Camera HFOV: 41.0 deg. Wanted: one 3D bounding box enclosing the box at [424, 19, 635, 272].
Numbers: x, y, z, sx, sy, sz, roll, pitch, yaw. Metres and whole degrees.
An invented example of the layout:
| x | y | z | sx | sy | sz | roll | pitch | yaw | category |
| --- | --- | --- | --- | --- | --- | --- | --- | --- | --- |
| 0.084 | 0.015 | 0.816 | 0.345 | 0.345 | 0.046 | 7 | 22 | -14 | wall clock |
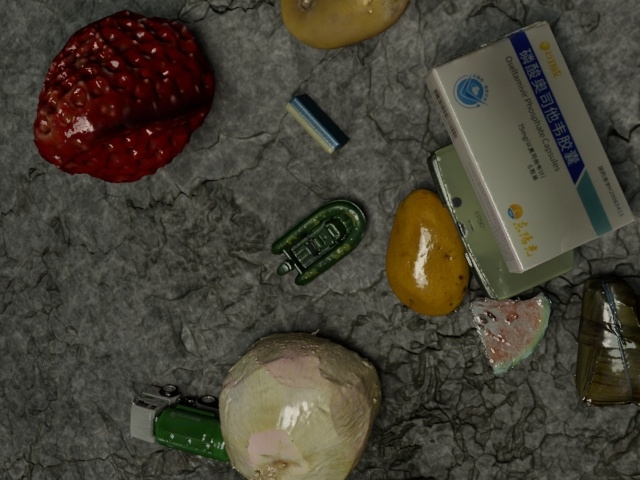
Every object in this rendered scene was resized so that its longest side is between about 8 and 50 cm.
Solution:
| x | y | z | sx | sy | sz | roll | pitch | yaw | category |
| --- | --- | --- | --- | --- | --- | --- | --- | --- | --- |
| 0.322 | -0.144 | 1.333 | 0.200 | 0.065 | 0.343 | -24 | 89 | -5 | box |

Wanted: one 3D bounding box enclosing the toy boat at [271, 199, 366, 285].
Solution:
| x | y | z | sx | sy | sz | roll | pitch | yaw | category |
| --- | --- | --- | --- | --- | --- | --- | --- | --- | --- |
| 0.000 | 0.000 | 1.580 | 0.210 | 0.052 | 0.104 | -36 | 88 | 26 | toy boat |

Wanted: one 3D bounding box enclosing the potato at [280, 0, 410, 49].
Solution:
| x | y | z | sx | sy | sz | roll | pitch | yaw | category |
| --- | --- | --- | --- | --- | --- | --- | --- | --- | --- |
| 0.041 | -0.397 | 1.409 | 0.234 | 0.146 | 0.150 | -10 | 59 | 36 | potato |

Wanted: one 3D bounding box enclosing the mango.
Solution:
| x | y | z | sx | sy | sz | roll | pitch | yaw | category |
| --- | --- | --- | --- | --- | --- | --- | --- | --- | --- |
| 0.182 | 0.022 | 1.488 | 0.147 | 0.109 | 0.227 | -6 | 101 | 24 | mango |

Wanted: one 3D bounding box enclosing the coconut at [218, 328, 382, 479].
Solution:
| x | y | z | sx | sy | sz | roll | pitch | yaw | category |
| --- | --- | --- | --- | --- | --- | --- | --- | --- | --- |
| -0.042 | 0.322 | 1.576 | 0.297 | 0.254 | 0.297 | 6 | 107 | 21 | coconut |

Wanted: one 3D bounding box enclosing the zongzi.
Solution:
| x | y | z | sx | sy | sz | roll | pitch | yaw | category |
| --- | --- | --- | --- | --- | --- | --- | --- | --- | --- |
| 0.544 | 0.169 | 1.402 | 0.242 | 0.112 | 0.220 | 2 | 105 | 12 | zongzi |

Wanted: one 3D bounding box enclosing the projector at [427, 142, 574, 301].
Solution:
| x | y | z | sx | sy | sz | roll | pitch | yaw | category |
| --- | --- | --- | --- | --- | --- | --- | --- | --- | --- |
| 0.308 | -0.055 | 1.411 | 0.194 | 0.088 | 0.269 | -23 | 93 | 0 | projector |

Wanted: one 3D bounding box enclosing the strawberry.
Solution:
| x | y | z | sx | sy | sz | roll | pitch | yaw | category |
| --- | --- | --- | --- | --- | --- | --- | --- | --- | --- |
| -0.370 | -0.240 | 1.487 | 0.318 | 0.345 | 0.295 | -10 | 102 | 23 | strawberry |

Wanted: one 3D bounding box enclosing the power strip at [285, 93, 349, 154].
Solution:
| x | y | z | sx | sy | sz | roll | pitch | yaw | category |
| --- | --- | --- | --- | --- | --- | --- | --- | --- | --- |
| -0.007 | -0.208 | 1.522 | 0.123 | 0.056 | 0.032 | 47 | 115 | 3 | power strip |

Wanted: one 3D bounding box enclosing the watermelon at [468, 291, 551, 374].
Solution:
| x | y | z | sx | sy | sz | roll | pitch | yaw | category |
| --- | --- | --- | --- | --- | --- | --- | --- | --- | --- |
| 0.326 | 0.136 | 1.495 | 0.139 | 0.071 | 0.187 | 39 | 122 | 14 | watermelon |

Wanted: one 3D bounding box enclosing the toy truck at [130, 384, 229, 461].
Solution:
| x | y | z | sx | sy | sz | roll | pitch | yaw | category |
| --- | --- | --- | --- | --- | --- | --- | --- | --- | --- |
| -0.270 | 0.378 | 1.745 | 0.243 | 0.125 | 0.101 | 11 | 109 | 18 | toy truck |
